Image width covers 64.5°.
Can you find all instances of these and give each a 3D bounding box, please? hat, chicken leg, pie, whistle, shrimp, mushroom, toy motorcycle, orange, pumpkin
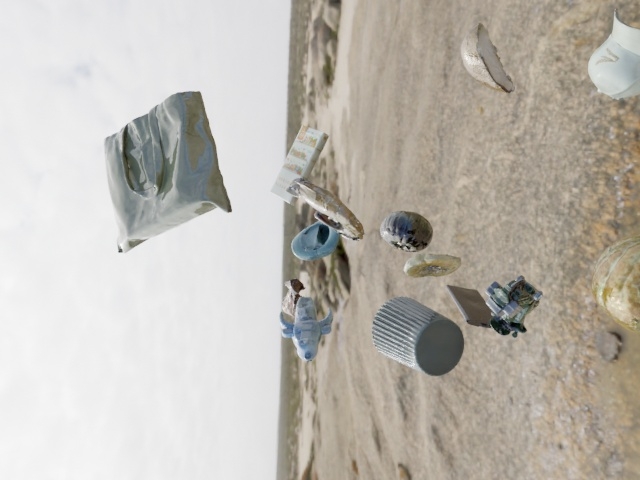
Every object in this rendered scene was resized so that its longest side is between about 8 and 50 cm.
[{"bbox_3d":[1.058,-0.656,1.804,0.301,0.168,0.258,41,-163,-52],"label":"hat"},{"bbox_3d":[-0.113,0.241,2.128,0.304,0.113,0.093,89,-160,-60],"label":"chicken leg"},{"bbox_3d":[0.420,0.087,1.893,0.185,0.218,0.052,89,179,-64],"label":"pie"},{"bbox_3d":[-0.045,0.284,1.660,0.269,0.180,0.093,-98,3,-49],"label":"whistle"},{"bbox_3d":[0.017,-0.076,1.303,0.058,0.253,0.173,-47,-38,-13],"label":"shrimp"},{"bbox_3d":[0.442,-0.477,1.372,0.210,0.072,0.094,51,166,-28],"label":"mushroom"},{"bbox_3d":[0.575,0.199,1.530,0.187,0.274,0.125,-49,51,12],"label":"toy motorcycle"},{"bbox_3d":[0.886,0.114,1.318,0.329,0.328,0.249,-93,7,-69],"label":"orange"},{"bbox_3d":[0.385,-0.034,2.284,0.238,0.237,0.159,99,-173,-68],"label":"pumpkin"},{"bbox_3d":[0.000,0.000,1.703,0.078,0.190,0.138,40,-145,-49],"label":"hat"}]

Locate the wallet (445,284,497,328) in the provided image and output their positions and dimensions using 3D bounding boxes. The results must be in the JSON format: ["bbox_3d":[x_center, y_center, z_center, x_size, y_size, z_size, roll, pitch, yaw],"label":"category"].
[{"bbox_3d":[0.697,0.302,2.328,0.321,0.170,0.044,-102,21,-67],"label":"wallet"}]

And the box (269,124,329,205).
[{"bbox_3d":[-0.063,-0.219,1.464,0.122,0.032,0.221,33,98,50],"label":"box"}]

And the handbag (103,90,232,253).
[{"bbox_3d":[-0.322,-0.132,1.024,0.109,0.315,0.254,-6,-101,-57],"label":"handbag"}]

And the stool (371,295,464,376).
[{"bbox_3d":[0.425,0.417,2.210,0.330,0.296,0.298,-166,79,-67],"label":"stool"}]
